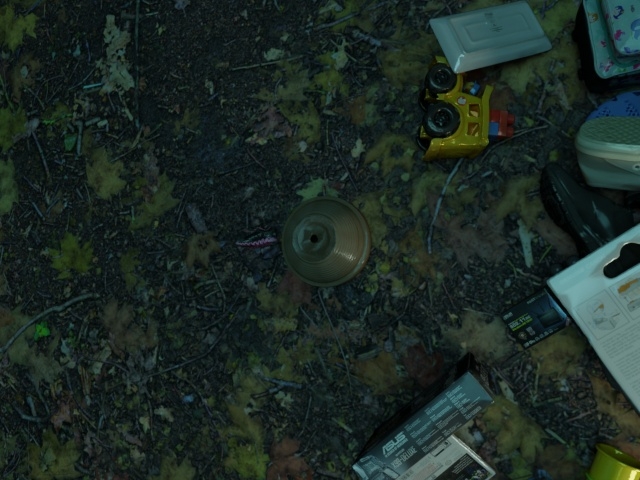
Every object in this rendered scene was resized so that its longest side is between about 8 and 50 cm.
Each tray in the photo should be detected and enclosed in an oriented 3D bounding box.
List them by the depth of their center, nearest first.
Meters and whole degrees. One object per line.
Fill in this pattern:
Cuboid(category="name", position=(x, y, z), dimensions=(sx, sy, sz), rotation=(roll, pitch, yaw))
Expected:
Cuboid(category="tray", position=(0.390, -0.470, 1.084), dimensions=(0.270, 0.030, 0.145), rotation=(-18, 77, -15))

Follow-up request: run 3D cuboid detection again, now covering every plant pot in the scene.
Cuboid(category="plant pot", position=(0.000, 0.000, 1.206), dimensions=(0.237, 0.110, 0.237), rotation=(-1, 86, 19))

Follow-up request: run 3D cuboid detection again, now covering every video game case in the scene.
Cuboid(category="video game case", position=(0.265, 0.526, 1.080), dimensions=(0.173, 0.022, 0.190), rotation=(43, 100, -15))

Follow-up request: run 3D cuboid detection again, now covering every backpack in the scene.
Cuboid(category="backpack", position=(0.678, -0.443, 0.982), dimensions=(0.253, 0.191, 0.225), rotation=(-7, 83, 13))

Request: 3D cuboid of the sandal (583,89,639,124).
Cuboid(category="sandal", position=(0.705, -0.276, 0.980), dimensions=(0.317, 0.138, 0.126), rotation=(-20, 82, 18))

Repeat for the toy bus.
Cuboid(category="toy bus", position=(0.334, -0.297, 1.109), dimensions=(0.211, 0.149, 0.220), rotation=(3, 84, 5))

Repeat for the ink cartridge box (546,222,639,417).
Cuboid(category="ink cartridge box", position=(0.661, 0.149, 0.895), dimensions=(0.308, 0.091, 0.385), rotation=(-36, 83, 13))

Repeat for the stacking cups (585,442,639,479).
Cuboid(category="stacking cups", position=(0.557, 0.583, 0.982), dimensions=(0.096, 0.096, 0.316), rotation=(20, 92, 19))

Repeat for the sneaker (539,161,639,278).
Cuboid(category="sneaker", position=(0.581, -0.053, 1.031), dimensions=(0.130, 0.109, 0.286), rotation=(-33, 86, 7))

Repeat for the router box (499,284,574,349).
Cuboid(category="router box", position=(0.472, 0.169, 1.057), dimensions=(0.122, 0.038, 0.092), rotation=(-42, 73, 27))

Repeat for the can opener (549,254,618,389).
Cuboid(category="can opener", position=(0.579, 0.166, 1.011), dimensions=(0.074, 0.093, 0.280), rotation=(-30, 78, 26))

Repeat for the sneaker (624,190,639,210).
Cuboid(category="sneaker", position=(0.702, -0.069, 0.977), dimensions=(0.170, 0.063, 0.075), rotation=(29, 82, 42))

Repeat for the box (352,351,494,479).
Cuboid(category="box", position=(0.226, 0.380, 1.031), dimensions=(0.307, 0.242, 0.076), rotation=(-44, 74, 11))

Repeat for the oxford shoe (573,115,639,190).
Cuboid(category="oxford shoe", position=(0.711, -0.135, 0.889), dimensions=(0.449, 0.130, 0.169), rotation=(14, 46, 30))

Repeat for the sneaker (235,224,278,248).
Cuboid(category="sneaker", position=(-0.172, -0.011, 1.301), dimensions=(0.119, 0.047, 0.057), rotation=(-7, 77, 10))
